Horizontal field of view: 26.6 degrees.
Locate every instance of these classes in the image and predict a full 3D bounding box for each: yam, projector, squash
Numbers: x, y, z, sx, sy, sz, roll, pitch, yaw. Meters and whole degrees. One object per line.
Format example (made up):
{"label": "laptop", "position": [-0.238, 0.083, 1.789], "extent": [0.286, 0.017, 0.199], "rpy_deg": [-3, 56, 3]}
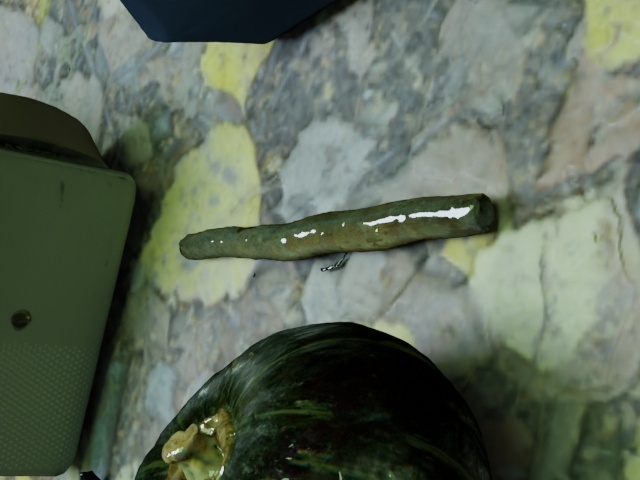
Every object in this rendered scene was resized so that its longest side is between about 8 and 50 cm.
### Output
{"label": "yam", "position": [0.000, -0.002, 0.760], "extent": [0.234, 0.029, 0.027], "rpy_deg": [-7, 48, 44]}
{"label": "projector", "position": [-0.238, 0.019, 0.888], "extent": [0.177, 0.163, 0.242], "rpy_deg": [18, 97, 44]}
{"label": "squash", "position": [-0.009, 0.131, 0.645], "extent": [0.193, 0.156, 0.193], "rpy_deg": [-39, 45, 55]}

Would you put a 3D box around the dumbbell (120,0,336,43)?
{"label": "dumbbell", "position": [-0.069, -0.281, 0.812], "extent": [0.144, 0.160, 0.325], "rpy_deg": [-11, 68, 8]}

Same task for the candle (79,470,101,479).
{"label": "candle", "position": [-0.122, 0.217, 0.823], "extent": [0.026, 0.021, 0.167], "rpy_deg": [-51, 47, 49]}
